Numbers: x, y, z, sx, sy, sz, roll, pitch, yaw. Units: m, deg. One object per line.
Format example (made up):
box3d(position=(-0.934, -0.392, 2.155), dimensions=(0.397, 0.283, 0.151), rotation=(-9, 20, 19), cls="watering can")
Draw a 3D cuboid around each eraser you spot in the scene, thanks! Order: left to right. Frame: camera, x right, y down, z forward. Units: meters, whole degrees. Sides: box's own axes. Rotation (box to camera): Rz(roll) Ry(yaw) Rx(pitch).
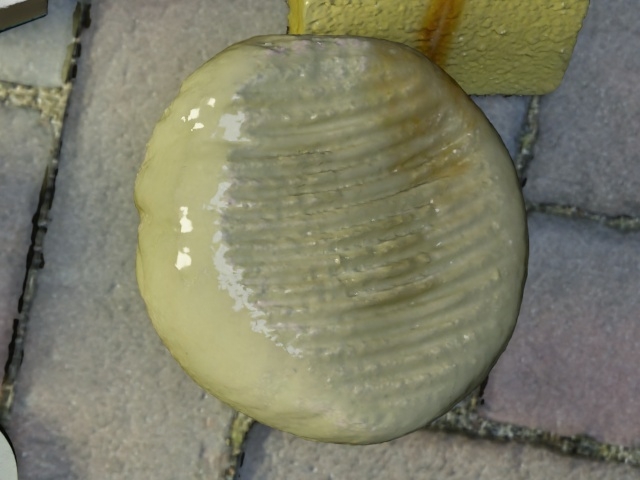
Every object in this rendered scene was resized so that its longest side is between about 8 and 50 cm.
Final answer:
box3d(position=(-0.285, -0.195, 1.398), dimensions=(0.104, 0.150, 0.023), rotation=(-21, 94, -9), cls="eraser")

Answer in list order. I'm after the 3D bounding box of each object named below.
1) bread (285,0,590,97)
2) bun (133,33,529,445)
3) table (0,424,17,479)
box3d(position=(0.102, -0.221, 1.494), dimensions=(0.266, 0.142, 0.178), rotation=(-2, 78, -12), cls="bread")
box3d(position=(0.000, 0.000, 1.426), dimensions=(0.365, 0.219, 0.365), rotation=(3, 83, -25), cls="bun")
box3d(position=(-0.338, 0.211, 1.461), dimensions=(0.133, 0.043, 0.133), rotation=(0, 92, -10), cls="table")
